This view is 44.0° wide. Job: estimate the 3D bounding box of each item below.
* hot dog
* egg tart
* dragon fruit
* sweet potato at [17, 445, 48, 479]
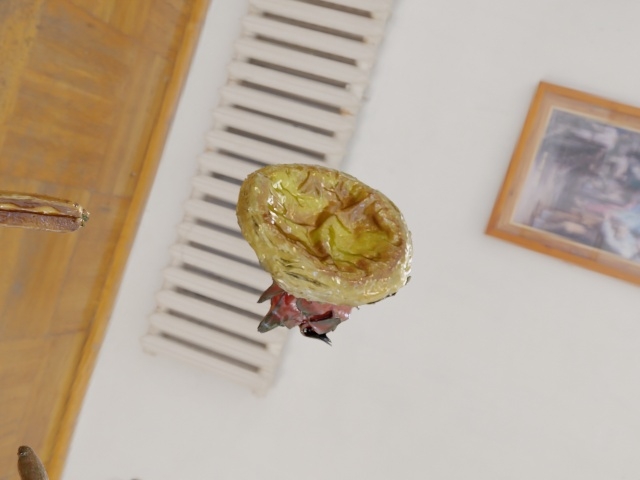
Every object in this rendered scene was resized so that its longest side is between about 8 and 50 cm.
[{"bbox_3d":[-0.329,-0.035,0.912,0.037,0.122,0.049,-98,-161,-51],"label":"hot dog"},{"bbox_3d":[0.000,0.001,1.357,0.341,0.342,0.132,-55,171,-51],"label":"egg tart"},{"bbox_3d":[-0.021,0.109,1.678,0.274,0.192,0.193,-36,-151,9],"label":"dragon fruit"},{"bbox_3d":[-0.391,0.409,1.099,0.074,0.075,0.269,78,-4,-63],"label":"sweet potato"}]
